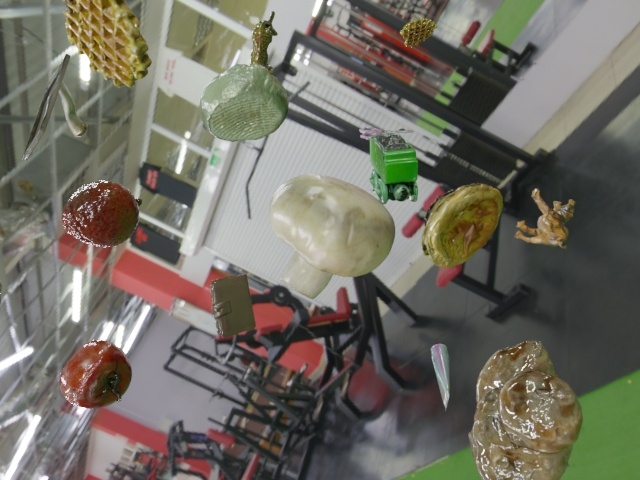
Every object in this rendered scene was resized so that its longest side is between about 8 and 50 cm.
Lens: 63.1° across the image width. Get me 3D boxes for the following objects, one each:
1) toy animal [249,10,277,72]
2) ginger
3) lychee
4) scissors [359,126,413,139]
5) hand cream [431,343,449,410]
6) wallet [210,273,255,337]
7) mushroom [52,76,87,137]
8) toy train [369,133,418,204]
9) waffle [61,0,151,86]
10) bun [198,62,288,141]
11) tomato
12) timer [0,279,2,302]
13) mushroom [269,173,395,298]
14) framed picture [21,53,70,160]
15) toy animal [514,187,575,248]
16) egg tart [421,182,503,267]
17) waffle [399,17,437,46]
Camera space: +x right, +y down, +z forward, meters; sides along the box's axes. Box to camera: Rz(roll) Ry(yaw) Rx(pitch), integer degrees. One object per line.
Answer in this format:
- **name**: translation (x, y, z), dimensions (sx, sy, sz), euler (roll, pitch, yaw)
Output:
- **toy animal**: translation (-0.146, -0.488, 1.328), dimensions (0.136, 0.073, 0.181), euler (-91, 14, -65)
- **ginger**: translation (0.380, 0.314, 0.982), dimensions (0.375, 0.176, 0.256), euler (-30, -48, -72)
- **lychee**: translation (-0.750, -0.092, 1.825), dimensions (0.300, 0.255, 0.255), euler (-5, -46, -47)
- **scissors**: translation (0.262, -0.429, 2.058), dimensions (0.110, 0.212, 0.021), euler (-90, -5, -55)
- **hand cream**: translation (0.333, 0.365, 1.418), dimensions (0.174, 0.047, 0.076), euler (-86, -6, -49)
- **wallet**: translation (-0.233, 0.172, 1.376), dimensions (0.039, 0.118, 0.152), euler (-3, 95, 48)
- **mushroom**: translation (-0.800, -0.427, 1.662), dimensions (0.059, 0.054, 0.202), euler (45, 152, 48)
- **toy train**: translation (0.225, -0.221, 1.620), dimensions (0.243, 0.133, 0.188), euler (-107, 11, -61)
- **waffle**: translation (-0.479, -0.471, 1.137), dimensions (0.065, 0.309, 0.283), euler (-47, -44, -31)
- **bun**: translation (-0.171, -0.305, 1.147), dimensions (0.195, 0.195, 0.118), euler (125, 135, -55)
- **tomato**: translation (-0.588, 0.351, 1.376), dimensions (0.187, 0.151, 0.187), euler (-23, -59, -46)
- **timer**: translation (-0.880, 0.170, 1.220), dimensions (0.237, 0.087, 0.262), euler (-20, -28, -45)
- **mushroom**: translation (0.015, -0.024, 1.414), dimensions (0.325, 0.353, 0.353), euler (119, 176, -77)
- **framed picture**: translation (-0.726, -0.353, 1.379), dimensions (0.184, 0.016, 0.249), euler (-25, 54, 44)
- **toy animal**: translation (0.527, -0.021, 1.186), dimensions (0.255, 0.116, 0.114), euler (-60, -6, -62)
- **egg tart**: translation (0.335, -0.044, 1.271), dimensions (0.106, 0.241, 0.241), euler (48, 117, 44)
- **waffle**: translation (0.204, -0.441, 1.103), dimensions (0.078, 0.016, 0.085), euler (-26, -15, 29)
